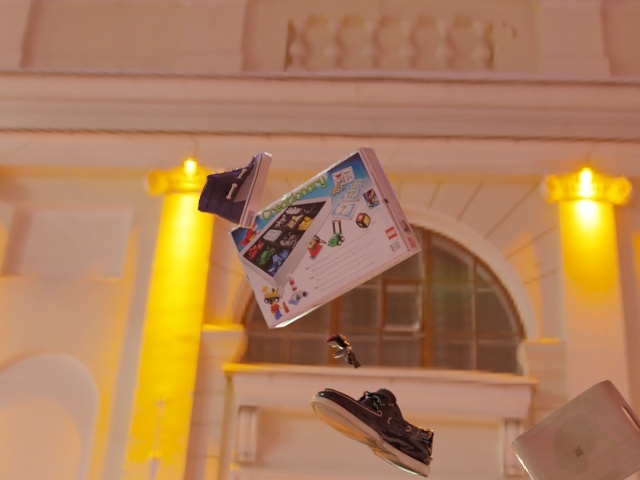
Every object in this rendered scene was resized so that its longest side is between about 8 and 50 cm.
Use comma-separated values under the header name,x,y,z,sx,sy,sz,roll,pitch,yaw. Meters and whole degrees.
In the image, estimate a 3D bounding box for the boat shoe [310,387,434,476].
name,x,y,z,sx,sy,sz,roll,pitch,yaw
boat shoe,0.115,0.346,1.888,0.340,0.113,0.127,37,-22,-31

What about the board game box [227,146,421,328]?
name,x,y,z,sx,sy,sz,roll,pitch,yaw
board game box,0.000,0.000,1.648,0.305,0.193,0.053,-30,-13,27

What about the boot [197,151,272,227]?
name,x,y,z,sx,sy,sz,roll,pitch,yaw
boot,-0.125,-0.088,1.436,0.086,0.190,0.069,17,-63,-5

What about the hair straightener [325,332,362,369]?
name,x,y,z,sx,sy,sz,roll,pitch,yaw
hair straightener,0.063,0.289,2.424,0.047,0.089,0.230,-29,-16,-1

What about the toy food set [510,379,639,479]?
name,x,y,z,sx,sy,sz,roll,pitch,yaw
toy food set,0.636,0.509,2.347,0.306,0.219,0.092,-40,-29,18
